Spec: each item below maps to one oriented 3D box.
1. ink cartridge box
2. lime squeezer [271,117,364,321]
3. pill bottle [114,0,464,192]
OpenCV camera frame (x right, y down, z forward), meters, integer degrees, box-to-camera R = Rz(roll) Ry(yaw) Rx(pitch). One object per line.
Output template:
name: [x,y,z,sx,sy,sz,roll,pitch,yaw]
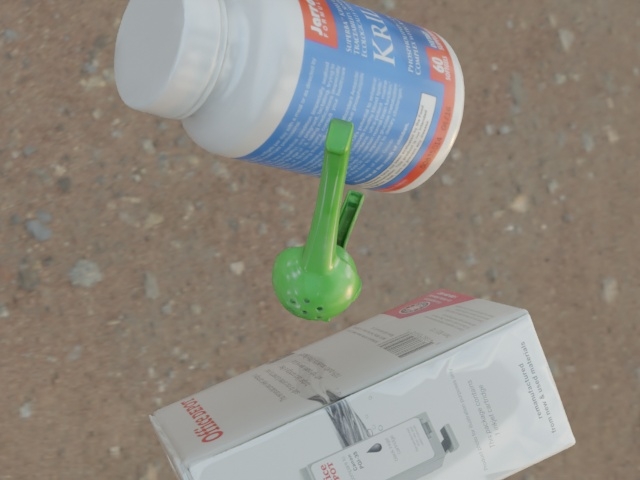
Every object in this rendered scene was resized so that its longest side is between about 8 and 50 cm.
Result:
ink cartridge box: [0.024,0.149,1.029,0.283,0.207,0.117,-23,98,-11]
lime squeezer: [0.000,0.000,0.868,0.058,0.310,0.110,-1,85,4]
pill bottle: [-0.021,-0.109,0.877,0.221,0.124,0.124,10,75,-37]
